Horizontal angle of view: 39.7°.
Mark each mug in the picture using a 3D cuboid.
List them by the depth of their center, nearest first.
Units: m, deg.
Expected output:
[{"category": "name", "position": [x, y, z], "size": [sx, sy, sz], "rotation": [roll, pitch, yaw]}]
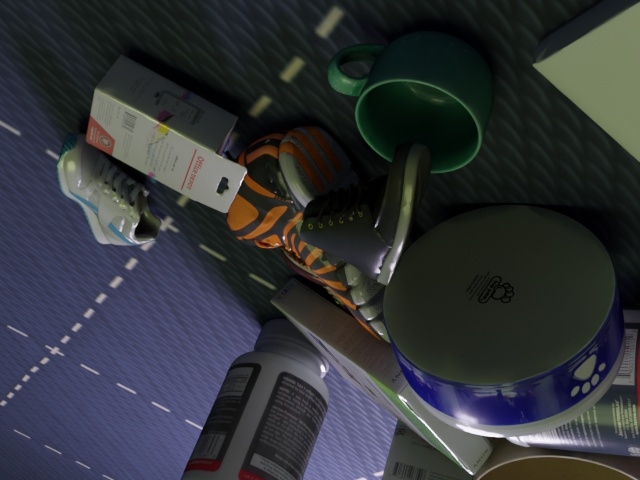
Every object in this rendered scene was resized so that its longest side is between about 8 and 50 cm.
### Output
[{"category": "mug", "position": [0.102, -0.155, 0.891], "size": [0.130, 0.097, 0.158], "rotation": [-13, 133, 42]}]

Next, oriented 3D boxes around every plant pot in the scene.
[{"category": "plant pot", "position": [0.373, 0.337, 1.316], "size": [0.284, 0.191, 0.284], "rotation": [10, 131, 12]}]

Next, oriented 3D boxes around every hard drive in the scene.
[{"category": "hard drive", "position": [0.404, -0.118, 0.820], "size": [0.353, 0.047, 0.233], "rotation": [35, 145, -20]}]

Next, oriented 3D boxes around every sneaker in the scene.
[{"category": "sneaker", "position": [0.041, -0.034, 0.934], "size": [0.118, 0.083, 0.222], "rotation": [21, 147, 6]}, {"category": "sneaker", "position": [0.000, 0.000, 1.148], "size": [0.180, 0.124, 0.321], "rotation": [-10, 117, 47]}, {"category": "sneaker", "position": [0.025, 0.058, 1.243], "size": [0.186, 0.069, 0.083], "rotation": [25, 140, 14]}, {"category": "sneaker", "position": [-0.298, -0.073, 1.255], "size": [0.092, 0.087, 0.228], "rotation": [4, 150, 14]}]

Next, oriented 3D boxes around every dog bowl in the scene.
[{"category": "dog bowl", "position": [0.209, 0.086, 1.019], "size": [0.265, 0.264, 0.104], "rotation": [3, 140, 27]}]

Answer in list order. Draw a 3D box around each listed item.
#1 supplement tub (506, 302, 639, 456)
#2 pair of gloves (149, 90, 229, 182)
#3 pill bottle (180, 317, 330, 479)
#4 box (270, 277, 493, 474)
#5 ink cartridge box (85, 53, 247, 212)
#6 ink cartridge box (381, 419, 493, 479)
[{"category": "supplement tub", "position": [0.332, 0.174, 1.139], "size": [0.272, 0.191, 0.191], "rotation": [-1, 140, 31]}, {"category": "pair of gloves", "position": [-0.195, -0.132, 1.160], "size": [0.198, 0.023, 0.159], "rotation": [1, 141, 30]}, {"category": "pill bottle", "position": [-0.088, 0.290, 1.423], "size": [0.176, 0.318, 0.176], "rotation": [16, 146, 11]}, {"category": "box", "position": [0.084, 0.192, 1.291], "size": [0.322, 0.058, 0.232], "rotation": [32, 166, 51]}, {"category": "ink cartridge box", "position": [-0.177, -0.125, 1.078], "size": [0.198, 0.067, 0.115], "rotation": [29, 146, -4]}, {"category": "ink cartridge box", "position": [0.198, 0.385, 1.474], "size": [0.171, 0.232, 0.168], "rotation": [13, 148, 12]}]
